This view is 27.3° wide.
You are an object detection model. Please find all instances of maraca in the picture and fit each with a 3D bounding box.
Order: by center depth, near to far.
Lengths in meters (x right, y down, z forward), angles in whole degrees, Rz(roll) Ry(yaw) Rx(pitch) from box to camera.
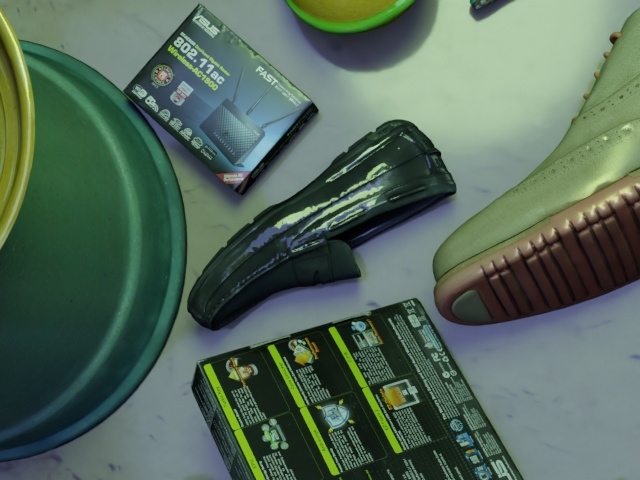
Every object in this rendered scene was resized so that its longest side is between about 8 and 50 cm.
[{"bbox_3d":[0.020,-0.234,0.990,0.127,0.099,0.186,-22,60,10],"label":"maraca"}]

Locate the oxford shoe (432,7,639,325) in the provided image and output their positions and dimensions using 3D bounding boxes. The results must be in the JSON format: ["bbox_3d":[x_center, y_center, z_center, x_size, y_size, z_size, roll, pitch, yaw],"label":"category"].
[{"bbox_3d":[0.238,-0.078,0.956,0.397,0.140,0.147,-31,62,1],"label":"oxford shoe"}]

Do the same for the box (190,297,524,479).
[{"bbox_3d":[0.029,0.145,0.918,0.184,0.045,0.191,-17,59,-23],"label":"box"}]

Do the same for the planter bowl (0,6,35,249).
[{"bbox_3d":[-0.237,-0.048,0.670,0.217,0.090,0.217,0,86,6],"label":"planter bowl"}]

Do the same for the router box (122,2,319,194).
[{"bbox_3d":[-0.077,-0.108,1.018,0.122,0.038,0.092,41,91,7],"label":"router box"}]

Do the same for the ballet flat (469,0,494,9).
[{"bbox_3d":[0.155,-0.221,1.002,0.041,0.041,0.114,27,91,7],"label":"ballet flat"}]

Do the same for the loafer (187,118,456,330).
[{"bbox_3d":[0.000,0.000,0.985,0.223,0.076,0.078,-37,76,-1],"label":"loafer"}]

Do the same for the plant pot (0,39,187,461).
[{"bbox_3d":[-0.291,-0.004,0.887,0.341,0.334,0.341,0,86,7],"label":"plant pot"}]
